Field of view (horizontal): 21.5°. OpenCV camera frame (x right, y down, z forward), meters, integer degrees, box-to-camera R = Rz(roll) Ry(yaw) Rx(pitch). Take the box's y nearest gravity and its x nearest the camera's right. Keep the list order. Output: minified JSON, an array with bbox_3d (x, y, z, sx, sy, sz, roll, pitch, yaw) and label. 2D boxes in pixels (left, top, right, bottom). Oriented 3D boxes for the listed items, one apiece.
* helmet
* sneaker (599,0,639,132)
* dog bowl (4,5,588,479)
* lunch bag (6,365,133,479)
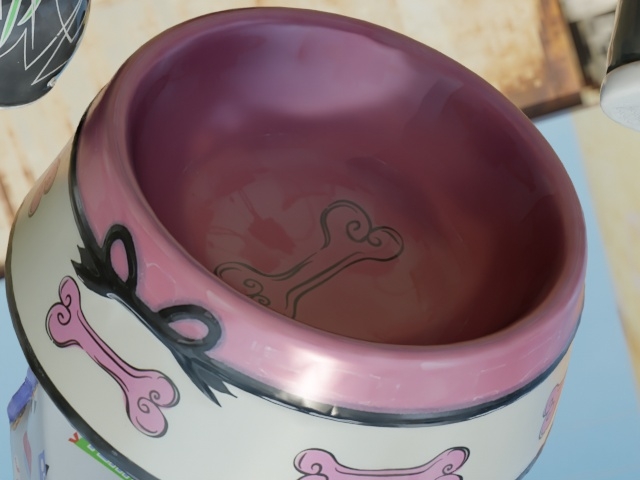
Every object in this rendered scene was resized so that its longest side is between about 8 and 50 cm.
[{"bbox_3d":[-0.237,-0.171,1.173,0.169,0.169,0.161,-26,-170,-30],"label":"helmet"},{"bbox_3d":[0.280,-0.113,0.969,0.295,0.147,0.104,16,163,-36],"label":"sneaker"},{"bbox_3d":[0.000,0.000,1.153,0.408,0.408,0.150,-31,155,-43],"label":"dog bowl"},{"bbox_3d":[-0.034,0.239,1.352,0.385,0.328,0.239,-1,160,-20],"label":"lunch bag"}]
